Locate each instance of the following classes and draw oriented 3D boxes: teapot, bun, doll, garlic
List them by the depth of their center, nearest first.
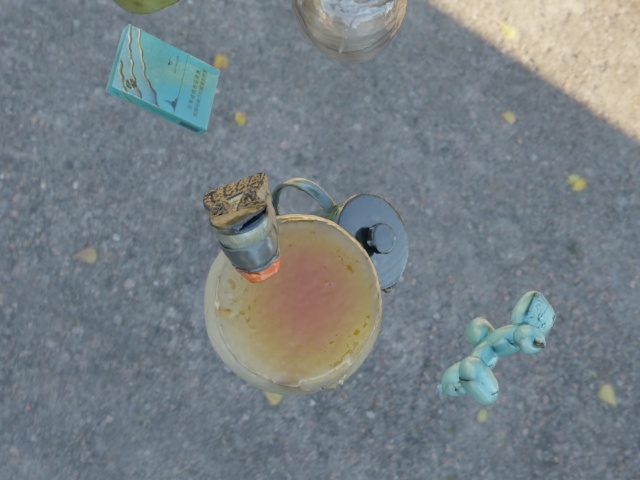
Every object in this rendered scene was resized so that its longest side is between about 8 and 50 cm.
[{"bbox_3d":[0.219,0.144,1.087,0.059,0.159,0.158,52,29,-11],"label":"doll"},{"bbox_3d":[-0.047,0.110,1.410,0.299,0.165,0.298,2,81,-11],"label":"bun"},{"bbox_3d":[0.045,-0.453,1.428,0.241,0.322,0.322,-19,65,14],"label":"garlic"},{"bbox_3d":[0.000,0.000,1.670,0.200,0.337,0.270,-35,102,-39],"label":"teapot"}]

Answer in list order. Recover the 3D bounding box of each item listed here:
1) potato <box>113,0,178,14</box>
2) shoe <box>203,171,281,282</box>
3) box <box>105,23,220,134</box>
[{"bbox_3d":[-0.212,-0.299,0.877,0.149,0.120,0.081,45,31,-37],"label":"potato"},{"bbox_3d":[-0.078,-0.015,0.898,0.074,0.194,0.077,-20,108,0],"label":"shoe"},{"bbox_3d":[-0.337,-0.347,1.851,0.229,0.041,0.162,23,63,-31],"label":"box"}]
